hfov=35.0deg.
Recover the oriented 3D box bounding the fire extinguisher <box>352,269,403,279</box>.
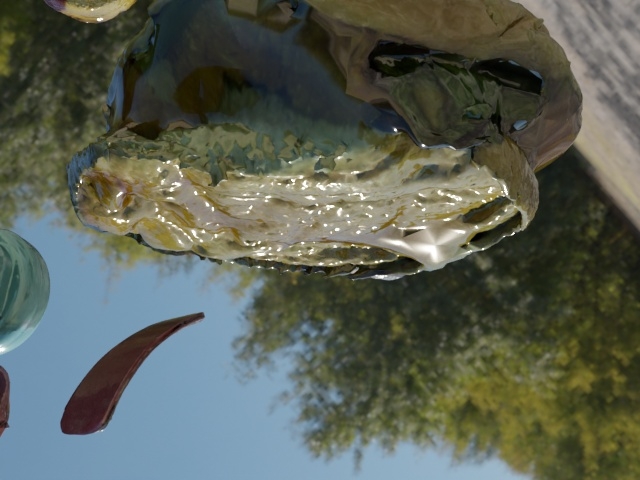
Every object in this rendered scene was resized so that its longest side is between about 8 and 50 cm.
[{"bbox_3d":[0.000,0.000,0.838,0.177,0.050,0.062,12,180,-42],"label":"fire extinguisher"}]

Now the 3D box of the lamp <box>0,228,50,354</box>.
[{"bbox_3d":[-0.433,0.055,1.144,0.147,0.284,0.210,26,-114,-52],"label":"lamp"}]

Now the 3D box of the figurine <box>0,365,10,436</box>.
[{"bbox_3d":[-0.299,0.111,0.707,0.126,0.114,0.157,66,-172,30],"label":"figurine"}]

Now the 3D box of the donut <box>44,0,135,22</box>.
[{"bbox_3d":[-0.303,-0.384,1.341,0.166,0.184,0.073,31,-178,-16],"label":"donut"}]

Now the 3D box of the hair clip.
[{"bbox_3d":[-0.135,0.088,0.731,0.137,0.054,0.022,-48,-64,-44],"label":"hair clip"}]

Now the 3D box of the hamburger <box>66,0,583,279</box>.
[{"bbox_3d":[0.003,-0.064,0.603,0.284,0.134,0.265,10,166,-20],"label":"hamburger"}]

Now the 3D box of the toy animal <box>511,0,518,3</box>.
[{"bbox_3d":[0.089,-0.290,1.013,0.250,0.310,0.251,14,167,3],"label":"toy animal"}]
